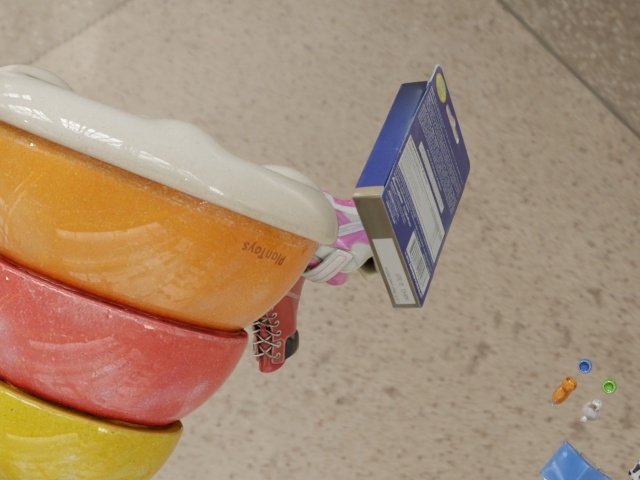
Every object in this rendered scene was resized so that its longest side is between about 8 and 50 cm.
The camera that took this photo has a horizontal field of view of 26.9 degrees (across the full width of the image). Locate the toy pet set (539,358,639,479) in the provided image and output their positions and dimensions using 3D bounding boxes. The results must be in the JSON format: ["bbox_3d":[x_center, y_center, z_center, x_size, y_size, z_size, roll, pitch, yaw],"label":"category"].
[{"bbox_3d":[0.264,0.196,1.295,0.122,0.065,0.114,40,99,12],"label":"toy pet set"}]

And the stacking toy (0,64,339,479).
[{"bbox_3d":[-0.220,0.115,1.191,0.351,0.351,0.479,22,90,33],"label":"stacking toy"}]

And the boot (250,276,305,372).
[{"bbox_3d":[-0.083,0.101,1.839,0.088,0.244,0.176,7,93,21],"label":"boot"}]

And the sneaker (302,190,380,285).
[{"bbox_3d":[0.000,0.000,1.701,0.103,0.252,0.111,-26,65,57],"label":"sneaker"}]

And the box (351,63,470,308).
[{"bbox_3d":[0.093,-0.058,1.300,0.037,0.136,0.225,-3,37,26],"label":"box"}]
